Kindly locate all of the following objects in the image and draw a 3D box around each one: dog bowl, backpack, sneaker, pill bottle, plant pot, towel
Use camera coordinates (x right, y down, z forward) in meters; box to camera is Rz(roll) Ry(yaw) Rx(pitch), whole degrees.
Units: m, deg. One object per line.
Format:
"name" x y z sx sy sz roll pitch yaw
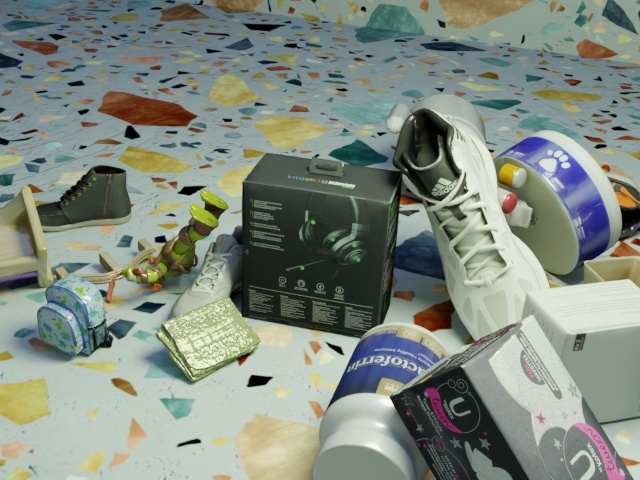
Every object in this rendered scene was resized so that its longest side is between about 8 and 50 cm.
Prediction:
"dog bowl" 0.439 -0.071 1.598 0.104 0.264 0.265 -30 38 -14
"backpack" -0.392 0.119 1.325 0.105 0.114 0.084 19 32 26
"sneaker" 0.218 -0.016 1.352 0.257 0.169 0.447 26 42 -54
"sneaker" -0.502 -0.092 1.707 0.222 0.118 0.083 -7 30 -19
"pill bottle" 0.086 0.237 1.114 0.153 0.153 0.264 10 29 13
"plant pot" 0.529 0.100 1.475 0.109 0.096 0.109 -4 28 -12
"sneaker" -0.184 0.056 1.459 0.099 0.121 0.262 12 30 16
"towel" -0.177 0.154 1.332 0.148 0.027 0.110 -25 69 -38
"sneaker" 0.547 -0.091 1.808 0.321 0.124 0.180 6 27 5

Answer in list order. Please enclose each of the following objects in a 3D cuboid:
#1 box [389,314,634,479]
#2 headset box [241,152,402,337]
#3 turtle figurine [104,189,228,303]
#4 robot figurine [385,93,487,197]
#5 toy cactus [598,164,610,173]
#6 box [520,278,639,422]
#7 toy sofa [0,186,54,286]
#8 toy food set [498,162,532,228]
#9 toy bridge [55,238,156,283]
"box" 0.233 0.241 0.998 0.163 0.142 0.247 -25 83 -41
"headset box" 0.000 0.000 1.413 0.247 0.282 0.131 8 29 11
"turtle figurine" -0.256 0.021 1.477 0.087 0.217 0.269 45 27 3
"robot figurine" 0.281 -0.213 1.929 0.300 0.199 0.353 28 28 -7
"toy cactus" 0.573 -0.158 1.982 0.219 0.112 0.180 17 39 7
"box" 0.396 0.169 1.242 0.182 0.180 0.119 -5 30 -16
"toy sofa" -0.661 0.041 1.447 0.363 0.177 0.150 -11 56 -25
"toy food set" 0.348 -0.013 1.521 0.111 0.232 0.105 -18 35 -42
"toy bridge" -0.388 0.046 1.548 0.188 0.026 0.063 -21 45 -33
